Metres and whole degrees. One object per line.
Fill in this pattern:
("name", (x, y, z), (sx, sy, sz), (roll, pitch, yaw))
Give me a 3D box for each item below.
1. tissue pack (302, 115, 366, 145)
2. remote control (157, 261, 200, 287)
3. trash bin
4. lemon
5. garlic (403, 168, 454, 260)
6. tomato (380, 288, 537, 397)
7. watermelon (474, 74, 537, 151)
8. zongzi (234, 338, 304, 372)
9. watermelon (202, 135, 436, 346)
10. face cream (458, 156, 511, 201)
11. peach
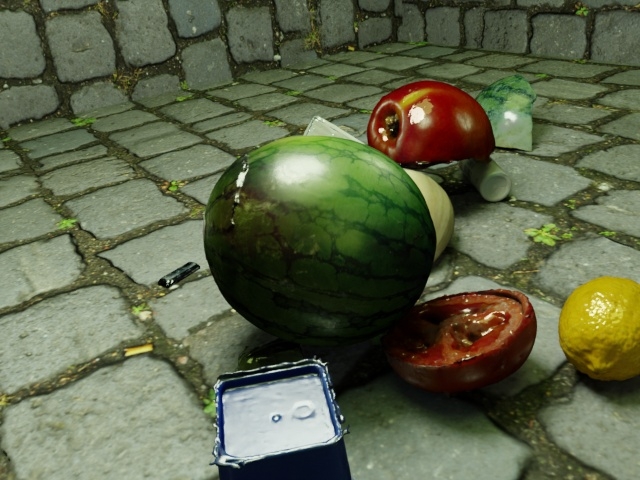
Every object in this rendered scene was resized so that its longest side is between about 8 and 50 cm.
("tissue pack", (0.021, -0.181, 1.416), (0.159, 0.145, 0.229), (32, -4, 3))
("remote control", (-0.301, 0.069, 1.222), (0.039, 0.014, 0.096), (14, 33, 34))
("trash bin", (-0.043, 0.254, 0.577), (0.184, 0.234, 0.162), (-9, 28, -7))
("lemon", (0.425, 0.124, 0.837), (0.142, 0.142, 0.187), (11, 34, 30))
("garlic", (0.127, -0.050, 1.196), (0.249, 0.286, 0.313), (-49, 18, 13))
("tomato", (0.210, 0.159, 0.861), (0.228, 0.101, 0.228), (-16, 19, 6))
("watermelon", (0.570, -0.381, 1.771), (0.176, 0.256, 0.260), (37, 16, -13))
("zongzi", (-0.083, 0.183, 0.925), (0.109, 0.055, 0.119), (-8, 17, -6))
("watermelon", (0.000, 0.000, 0.894), (0.363, 0.363, 0.363), (-5, 27, 2))
("face cream", (0.415, -0.187, 1.497), (0.082, 0.082, 0.269), (-6, 27, -1))
("peach", (0.275, -0.275, 1.352), (0.361, 0.201, 0.257), (-9, 10, -30))
